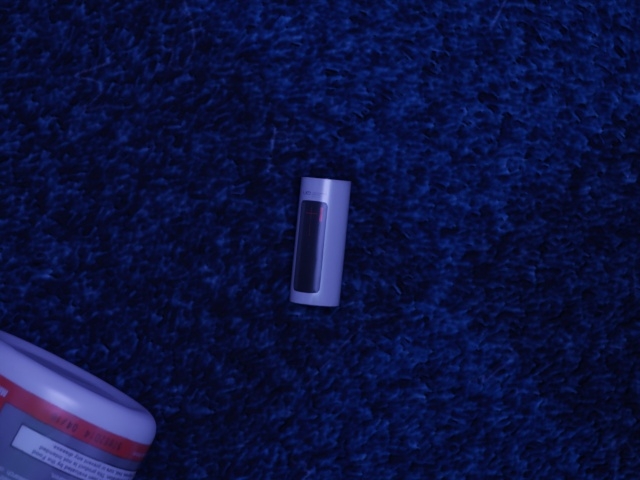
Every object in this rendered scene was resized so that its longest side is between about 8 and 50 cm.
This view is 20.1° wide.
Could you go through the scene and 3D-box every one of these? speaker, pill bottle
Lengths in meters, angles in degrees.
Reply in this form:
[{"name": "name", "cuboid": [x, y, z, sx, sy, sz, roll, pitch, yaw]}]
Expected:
[{"name": "speaker", "cuboid": [0.000, 0.000, 1.900, 0.055, 0.055, 0.136, 6, 92, -9]}, {"name": "pill bottle", "cuboid": [-0.326, 0.282, 1.709, 0.210, 0.210, 0.363, 29, 87, -9]}]
